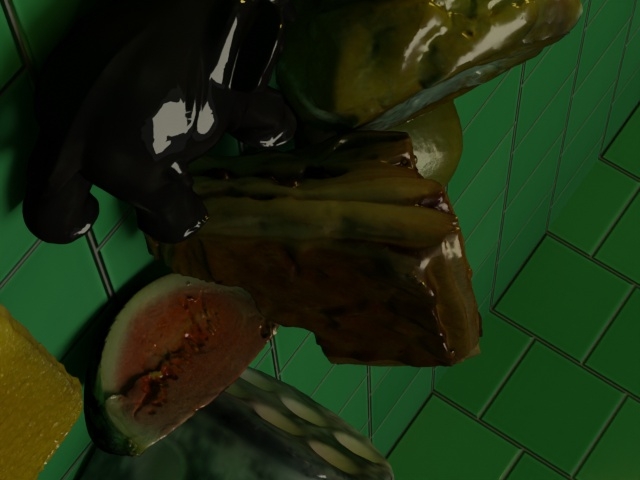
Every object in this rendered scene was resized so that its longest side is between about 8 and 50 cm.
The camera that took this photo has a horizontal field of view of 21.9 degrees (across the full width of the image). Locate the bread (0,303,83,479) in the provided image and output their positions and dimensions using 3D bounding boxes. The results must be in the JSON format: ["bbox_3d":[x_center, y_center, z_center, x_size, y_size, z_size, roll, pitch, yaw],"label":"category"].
[{"bbox_3d":[-0.380,0.198,1.480,0.333,0.143,0.323,-54,162,-14],"label":"bread"}]

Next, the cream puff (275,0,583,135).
[{"bbox_3d":[0.101,-0.290,1.841,0.378,0.275,0.378,-27,177,-1],"label":"cream puff"}]

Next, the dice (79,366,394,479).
[{"bbox_3d":[-0.117,0.363,2.200,0.348,0.328,0.330,-62,164,12],"label":"dice"}]

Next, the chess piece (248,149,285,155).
[{"bbox_3d":[-0.045,0.004,2.171,0.117,0.117,0.397,-55,165,-12],"label":"chess piece"}]

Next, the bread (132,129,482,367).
[{"bbox_3d":[0.000,0.000,1.856,0.314,0.370,0.191,71,27,-59],"label":"bread"}]

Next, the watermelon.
[{"bbox_3d":[-0.186,0.112,1.927,0.303,0.159,0.128,-41,126,-41],"label":"watermelon"}]

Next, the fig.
[{"bbox_3d":[0.058,-0.127,2.082,0.230,0.207,0.207,-20,144,-31],"label":"fig"}]

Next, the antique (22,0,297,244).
[{"bbox_3d":[-0.135,-0.141,1.513,0.322,0.185,0.255,-46,161,-26],"label":"antique"}]
